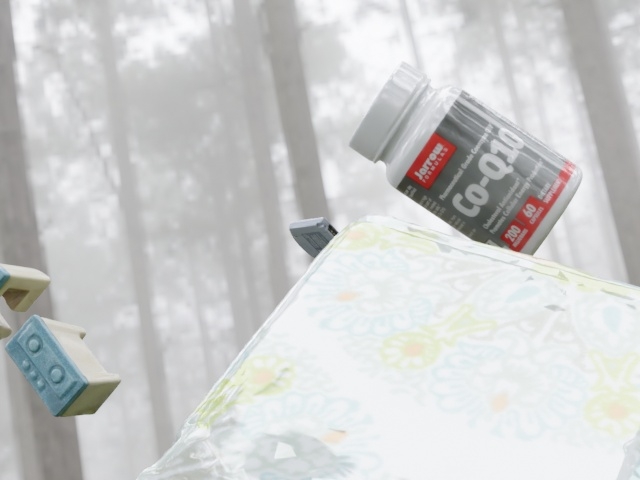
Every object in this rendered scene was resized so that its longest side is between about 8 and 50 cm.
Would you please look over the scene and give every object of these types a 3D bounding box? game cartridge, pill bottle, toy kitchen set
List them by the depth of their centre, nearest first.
[{"bbox_3d":[-0.303,0.132,1.388,0.207,0.166,0.122,-48,-26,16],"label":"toy kitchen set"},{"bbox_3d":[0.000,0.000,1.990,0.056,0.017,0.083,-11,-38,30],"label":"game cartridge"},{"bbox_3d":[0.188,-0.103,2.166,0.283,0.161,0.161,33,-24,2],"label":"pill bottle"}]

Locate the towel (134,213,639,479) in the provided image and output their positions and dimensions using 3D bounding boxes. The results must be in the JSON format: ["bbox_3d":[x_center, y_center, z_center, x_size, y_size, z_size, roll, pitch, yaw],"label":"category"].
[{"bbox_3d":[0.094,0.132,1.122,0.320,0.374,0.090,14,-52,22],"label":"towel"}]
